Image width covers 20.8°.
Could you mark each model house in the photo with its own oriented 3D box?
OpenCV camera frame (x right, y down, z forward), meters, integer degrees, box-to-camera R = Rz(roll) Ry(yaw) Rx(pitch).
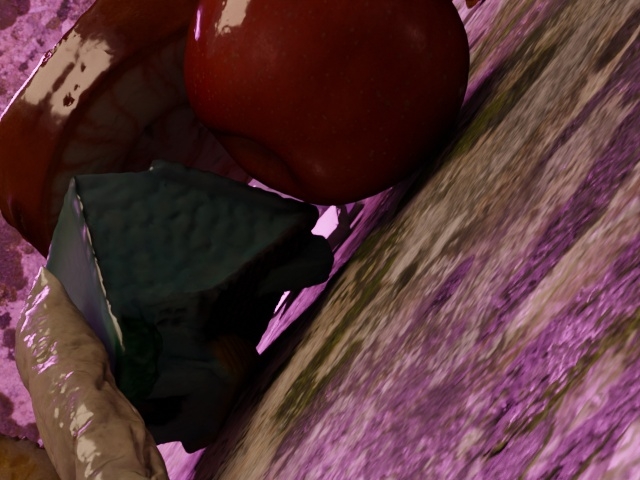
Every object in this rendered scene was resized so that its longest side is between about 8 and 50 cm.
[{"bbox_3d":[-0.123,0.091,1.665,0.280,0.248,0.230,116,143,-48],"label":"model house"}]

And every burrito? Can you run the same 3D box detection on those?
[{"bbox_3d":[-0.188,0.157,1.428,0.392,0.076,0.117,-128,32,-55],"label":"burrito"}]

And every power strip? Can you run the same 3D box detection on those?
[{"bbox_3d":[0.000,0.000,1.793,0.090,0.016,0.040,-48,32,30],"label":"power strip"}]

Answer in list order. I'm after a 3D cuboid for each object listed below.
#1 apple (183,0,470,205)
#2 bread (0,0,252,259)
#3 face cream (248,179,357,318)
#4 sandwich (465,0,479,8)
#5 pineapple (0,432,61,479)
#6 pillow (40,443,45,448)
[{"bbox_3d":[-0.001,-0.156,1.577,0.216,0.260,0.260,-59,6,-12],"label":"apple"},{"bbox_3d":[-0.176,-0.112,1.742,0.327,0.114,0.295,-45,-32,-4],"label":"bread"},{"bbox_3d":[-0.030,-0.015,1.942,0.154,0.096,0.274,-51,19,6],"label":"face cream"},{"bbox_3d":[0.186,-0.394,2.057,0.187,0.144,0.117,-51,4,31],"label":"sandwich"},{"bbox_3d":[-0.303,0.337,1.497,0.262,0.262,0.272,-61,-8,-49],"label":"pineapple"},{"bbox_3d":[-0.311,0.288,2.293,0.305,0.108,0.308,-51,7,-18],"label":"pillow"}]
